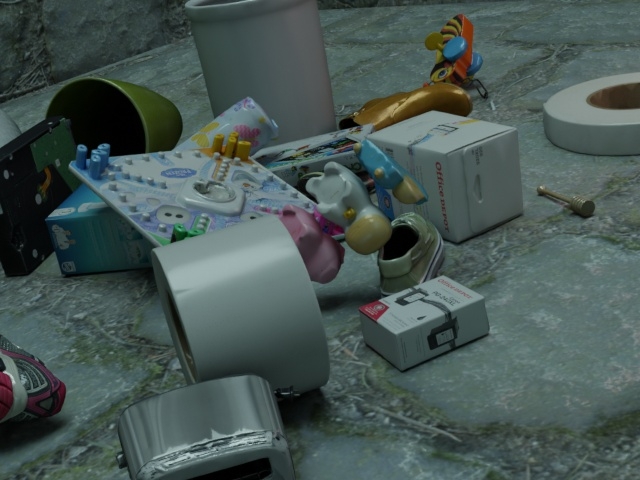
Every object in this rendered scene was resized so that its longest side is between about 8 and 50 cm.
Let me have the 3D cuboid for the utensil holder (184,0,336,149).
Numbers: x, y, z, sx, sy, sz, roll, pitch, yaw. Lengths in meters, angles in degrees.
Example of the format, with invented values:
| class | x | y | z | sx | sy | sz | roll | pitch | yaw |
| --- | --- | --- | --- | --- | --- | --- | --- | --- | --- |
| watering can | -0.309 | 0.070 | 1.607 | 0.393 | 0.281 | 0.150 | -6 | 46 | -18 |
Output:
| class | x | y | z | sx | sy | sz | roll | pitch | yaw |
| --- | --- | --- | --- | --- | --- | --- | --- | --- | --- |
| utensil holder | -0.141 | -0.432 | 2.377 | 0.328 | 0.385 | 0.327 | -9 | 22 | 4 |

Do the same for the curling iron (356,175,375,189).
| class | x | y | z | sx | sy | sz | roll | pitch | yaw |
| --- | --- | --- | --- | --- | --- | --- | --- | --- | --- |
| curling iron | 0.174 | -0.154 | 2.018 | 0.274 | 0.035 | 0.068 | -22 | 25 | -24 |

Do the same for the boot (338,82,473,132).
| class | x | y | z | sx | sy | sz | roll | pitch | yaw |
| --- | --- | --- | --- | --- | --- | --- | --- | --- | --- |
| boot | 0.199 | -0.295 | 2.285 | 0.211 | 0.104 | 0.295 | -33 | 25 | -32 |

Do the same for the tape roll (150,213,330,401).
| class | x | y | z | sx | sy | sz | roll | pitch | yaw |
| --- | --- | --- | --- | --- | --- | --- | --- | --- | --- |
| tape roll | -0.108 | 0.103 | 1.258 | 0.169 | 0.246 | 0.246 | -16 | 23 | -14 |

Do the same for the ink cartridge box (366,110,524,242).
| class | x | y | z | sx | sy | sz | roll | pitch | yaw |
| --- | --- | --- | --- | --- | --- | --- | --- | --- | --- |
| ink cartridge box | 0.228 | -0.122 | 1.738 | 0.168 | 0.171 | 0.233 | -23 | 26 | -27 |

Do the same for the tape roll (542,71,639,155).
| class | x | y | z | sx | sy | sz | roll | pitch | yaw |
| --- | --- | --- | --- | --- | --- | --- | --- | --- | --- |
| tape roll | 0.679 | -0.279 | 2.040 | 0.392 | 0.072 | 0.392 | -9 | 23 | 4 |

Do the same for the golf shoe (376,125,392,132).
| class | x | y | z | sx | sy | sz | roll | pitch | yaw |
| --- | --- | --- | --- | --- | --- | --- | --- | --- | --- |
| golf shoe | 0.219 | -0.239 | 2.150 | 0.198 | 0.077 | 0.094 | 7 | 28 | 35 |

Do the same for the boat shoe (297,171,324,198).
| class | x | y | z | sx | sy | sz | roll | pitch | yaw |
| --- | --- | --- | --- | --- | --- | --- | --- | --- | --- |
| boat shoe | 0.006 | -0.107 | 1.958 | 0.152 | 0.056 | 0.049 | 8 | 24 | 39 |

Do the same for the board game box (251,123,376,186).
| class | x | y | z | sx | sy | sz | roll | pitch | yaw |
| --- | --- | --- | --- | --- | --- | --- | --- | --- | --- |
| board game box | -0.035 | -0.177 | 2.110 | 0.305 | 0.053 | 0.193 | -11 | 22 | 17 |

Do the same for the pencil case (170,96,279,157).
| class | x | y | z | sx | sy | sz | roll | pitch | yaw |
| --- | --- | --- | --- | --- | --- | --- | --- | --- | --- |
| pencil case | -0.221 | -0.195 | 2.080 | 0.273 | 0.124 | 0.113 | -38 | 39 | 1 |

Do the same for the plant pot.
| class | x | y | z | sx | sy | sz | roll | pitch | yaw |
| --- | --- | --- | --- | --- | --- | --- | --- | --- | --- |
| plant pot | -0.454 | -0.261 | 2.261 | 0.275 | 0.274 | 0.293 | -2 | 12 | 22 |

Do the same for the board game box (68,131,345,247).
| class | x | y | z | sx | sy | sz | roll | pitch | yaw |
| --- | --- | --- | --- | --- | --- | --- | --- | --- | --- |
| board game box | -0.197 | -0.092 | 1.747 | 0.390 | 0.050 | 0.390 | -11 | 36 | -43 |

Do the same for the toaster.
| class | x | y | z | sx | sy | sz | roll | pitch | yaw |
| --- | --- | --- | --- | --- | --- | --- | --- | --- | --- |
| toaster | -0.118 | 0.245 | 1.080 | 0.227 | 0.129 | 0.146 | -13 | 26 | -10 |

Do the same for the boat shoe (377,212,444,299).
| class | x | y | z | sx | sy | sz | roll | pitch | yaw |
| --- | --- | --- | --- | --- | --- | --- | --- | --- | --- |
| boat shoe | 0.145 | 0.011 | 1.555 | 0.109 | 0.094 | 0.302 | -7 | 23 | 9 |

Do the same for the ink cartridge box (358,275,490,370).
| class | x | y | z | sx | sy | sz | roll | pitch | yaw |
| --- | --- | --- | --- | --- | --- | --- | --- | --- | --- |
| ink cartridge box | 0.147 | 0.113 | 1.350 | 0.150 | 0.063 | 0.109 | -20 | 24 | -21 |

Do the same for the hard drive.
| class | x | y | z | sx | sy | sz | roll | pitch | yaw |
| --- | --- | --- | --- | --- | --- | --- | --- | --- | --- |
| hard drive | -0.593 | -0.103 | 1.992 | 0.064 | 0.236 | 0.339 | -4 | 24 | 15 |

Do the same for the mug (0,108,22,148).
| class | x | y | z | sx | sy | sz | roll | pitch | yaw |
| --- | --- | --- | --- | --- | --- | --- | --- | --- | --- |
| mug | -0.817 | -0.108 | 2.128 | 0.374 | 0.276 | 0.328 | -44 | 34 | 0 |

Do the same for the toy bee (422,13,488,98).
| class | x | y | z | sx | sy | sz | roll | pitch | yaw |
| --- | --- | --- | --- | --- | --- | --- | --- | --- | --- |
| toy bee | 0.341 | -0.474 | 2.556 | 0.162 | 0.195 | 0.298 | -27 | 24 | 30 |

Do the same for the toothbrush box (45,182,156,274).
| class | x | y | z | sx | sy | sz | roll | pitch | yaw |
| --- | --- | --- | --- | --- | --- | --- | --- | --- | --- |
| toothbrush box | -0.352 | -0.043 | 1.875 | 0.296 | 0.126 | 0.216 | -6 | 23 | 11 |

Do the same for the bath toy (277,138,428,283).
| class | x | y | z | sx | sy | sz | roll | pitch | yaw |
| --- | --- | --- | --- | --- | --- | --- | --- | --- | --- |
| bath toy | 0.000 | 0.000 | 1.499 | 0.348 | 0.129 | 0.151 | -38 | 59 | 17 |

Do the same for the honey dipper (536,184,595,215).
| class | x | y | z | sx | sy | sz | roll | pitch | yaw |
| --- | --- | --- | --- | --- | --- | --- | --- | --- | --- |
| honey dipper | 0.440 | -0.078 | 1.721 | 0.030 | 0.030 | 0.161 | -17 | 21 | -13 |

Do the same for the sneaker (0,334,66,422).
| class | x | y | z | sx | sy | sz | roll | pitch | yaw |
| --- | --- | --- | --- | --- | --- | --- | --- | --- | --- |
| sneaker | -0.471 | 0.201 | 1.394 | 0.112 | 0.120 | 0.299 | 10 | 7 | -34 |
